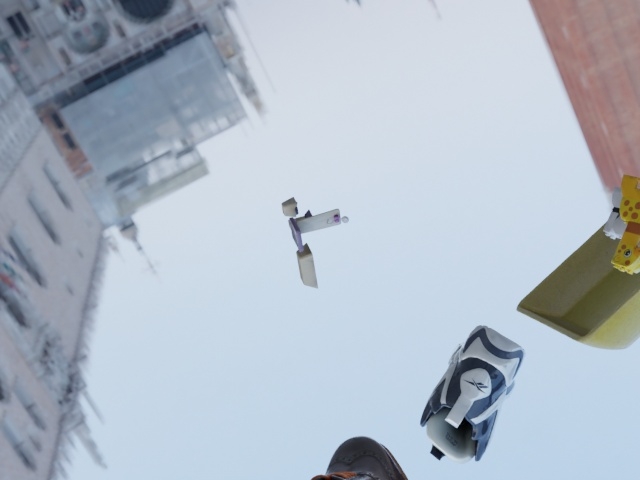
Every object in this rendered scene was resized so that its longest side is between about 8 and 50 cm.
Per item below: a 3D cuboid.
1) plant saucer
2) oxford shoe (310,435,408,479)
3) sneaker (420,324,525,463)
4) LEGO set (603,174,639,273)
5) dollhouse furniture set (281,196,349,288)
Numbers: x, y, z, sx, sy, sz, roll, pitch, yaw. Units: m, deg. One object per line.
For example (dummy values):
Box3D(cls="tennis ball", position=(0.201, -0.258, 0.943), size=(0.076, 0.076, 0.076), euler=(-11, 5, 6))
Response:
Box3D(cls="plant saucer", position=(0.503, 0.050, 1.591), size=(0.333, 0.081, 0.333), euler=(-42, -172, -1))
Box3D(cls="oxford shoe", position=(0.031, 0.241, 0.906), size=(0.097, 0.098, 0.271), euler=(-20, -163, 8))
Box3D(cls="sneaker", position=(0.175, 0.208, 1.222), size=(0.153, 0.094, 0.235), euler=(-54, 172, -17))
Box3D(cls="LEGO set", position=(0.344, 0.000, 0.963), size=(0.227, 0.087, 0.093), euler=(22, -93, 55))
Box3D(cls="dollhouse furniture set", position=(0.000, 0.000, 1.426), size=(0.081, 0.114, 0.091), euler=(-15, -145, -9))
